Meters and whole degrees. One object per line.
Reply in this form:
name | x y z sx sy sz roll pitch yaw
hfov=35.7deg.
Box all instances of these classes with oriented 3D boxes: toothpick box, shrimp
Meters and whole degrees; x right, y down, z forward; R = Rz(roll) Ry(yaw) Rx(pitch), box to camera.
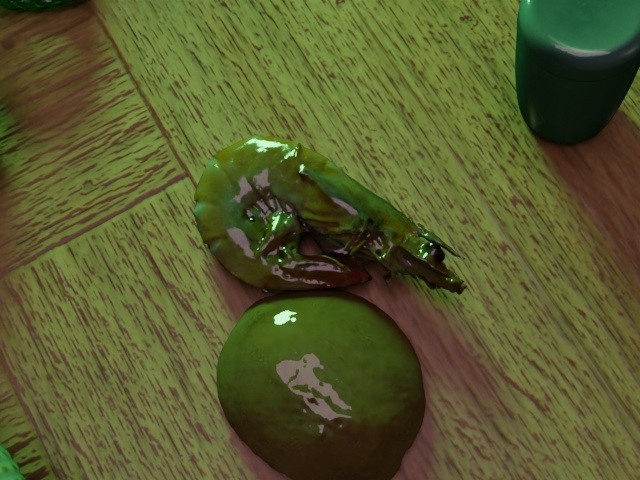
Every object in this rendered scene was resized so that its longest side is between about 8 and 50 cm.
toothpick box | 0.246 -0.174 0.961 0.120 0.184 0.120 -2 68 5
shrimp | 0.000 0.000 0.972 0.287 0.063 0.152 31 73 16

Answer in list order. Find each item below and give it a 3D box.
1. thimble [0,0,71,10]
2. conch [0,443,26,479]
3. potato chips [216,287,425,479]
thimble | -0.312 -0.307 1.060 0.130 0.118 0.090 4 66 -25
conch | -0.391 0.246 0.840 0.303 0.215 0.319 -11 41 -7
potato chips | 0.001 0.136 0.935 0.195 0.062 0.208 -15 70 -5
